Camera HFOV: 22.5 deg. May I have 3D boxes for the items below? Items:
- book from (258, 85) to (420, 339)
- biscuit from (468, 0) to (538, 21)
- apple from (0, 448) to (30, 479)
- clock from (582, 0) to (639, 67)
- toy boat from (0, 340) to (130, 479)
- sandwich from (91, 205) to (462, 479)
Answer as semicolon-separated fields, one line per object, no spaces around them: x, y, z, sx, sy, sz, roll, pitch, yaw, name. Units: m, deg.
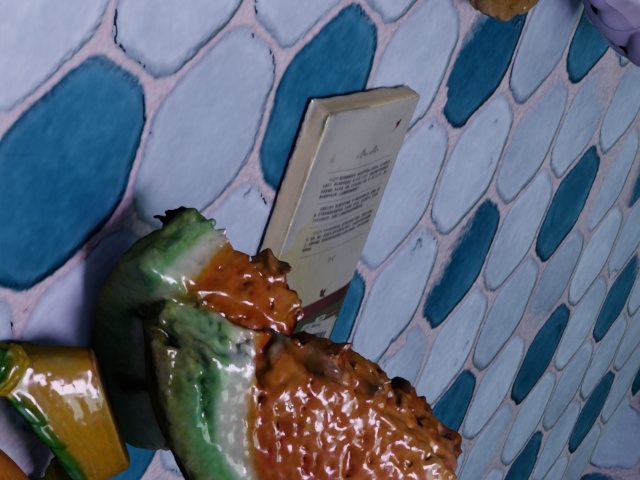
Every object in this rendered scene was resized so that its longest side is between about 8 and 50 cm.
0.000;0.000;1.475;0.201;0.026;0.289;-17;131;-61;book
0.198;-0.311;1.526;0.181;0.049;0.208;-11;123;-62;biscuit
-0.260;0.202;0.949;0.210;0.173;0.235;-36;138;-40;apple
0.332;-0.298;1.715;0.254;0.189;0.189;18;99;-60;clock
-0.192;0.126;1.146;0.088;0.089;0.229;-16;147;-6;toy boat
-0.039;0.139;1.188;0.250;0.301;0.162;114;2;-53;sandwich
